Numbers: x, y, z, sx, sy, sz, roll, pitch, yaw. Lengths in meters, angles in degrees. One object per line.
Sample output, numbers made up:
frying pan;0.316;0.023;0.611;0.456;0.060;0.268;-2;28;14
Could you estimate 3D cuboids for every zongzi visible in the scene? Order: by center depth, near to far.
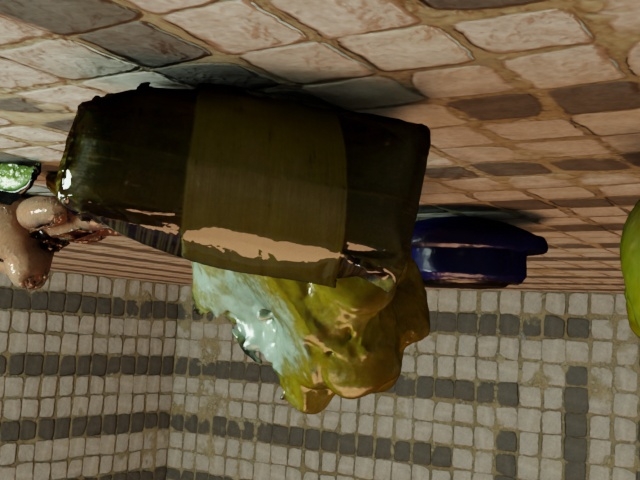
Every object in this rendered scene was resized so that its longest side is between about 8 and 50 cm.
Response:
zongzi;-0.074;-0.051;0.807;0.289;0.154;0.317;12;179;-7

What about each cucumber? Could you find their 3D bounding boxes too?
cucumber;-0.419;-0.078;1.168;0.070;0.046;0.220;14;170;-22

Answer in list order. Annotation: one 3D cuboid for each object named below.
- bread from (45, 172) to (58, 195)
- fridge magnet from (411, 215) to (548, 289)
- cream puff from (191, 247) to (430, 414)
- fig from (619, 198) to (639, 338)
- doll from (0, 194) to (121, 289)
bread;-0.353;-0.072;1.217;0.049;0.033;0.088;10;173;-9
fridge magnet;0.225;0.019;1.397;0.265;0.112;0.265;2;175;0
cream puff;0.008;0.030;1.108;0.270;0.323;0.274;-37;165;-34
fig;0.452;0.032;0.817;0.326;0.258;0.258;-12;170;16
doll;-0.412;0.000;1.394;0.303;0.156;0.201;-3;166;14
